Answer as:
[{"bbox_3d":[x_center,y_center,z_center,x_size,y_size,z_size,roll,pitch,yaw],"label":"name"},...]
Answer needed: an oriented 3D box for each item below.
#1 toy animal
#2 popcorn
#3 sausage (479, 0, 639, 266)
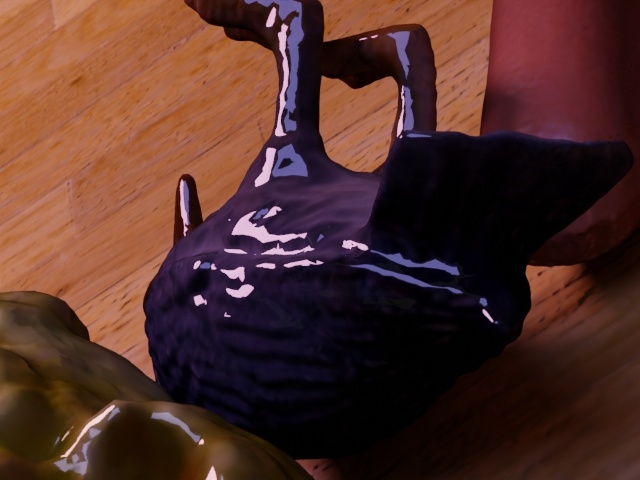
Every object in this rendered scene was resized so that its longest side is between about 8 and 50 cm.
[{"bbox_3d":[0.000,0.000,0.656,0.298,0.122,0.185,8,85,58],"label":"toy animal"},{"bbox_3d":[-0.134,0.137,0.612,0.225,0.173,0.286,-43,34,-20],"label":"popcorn"},{"bbox_3d":[0.106,-0.067,0.708,0.077,0.077,0.194,-20,39,28],"label":"sausage"}]
